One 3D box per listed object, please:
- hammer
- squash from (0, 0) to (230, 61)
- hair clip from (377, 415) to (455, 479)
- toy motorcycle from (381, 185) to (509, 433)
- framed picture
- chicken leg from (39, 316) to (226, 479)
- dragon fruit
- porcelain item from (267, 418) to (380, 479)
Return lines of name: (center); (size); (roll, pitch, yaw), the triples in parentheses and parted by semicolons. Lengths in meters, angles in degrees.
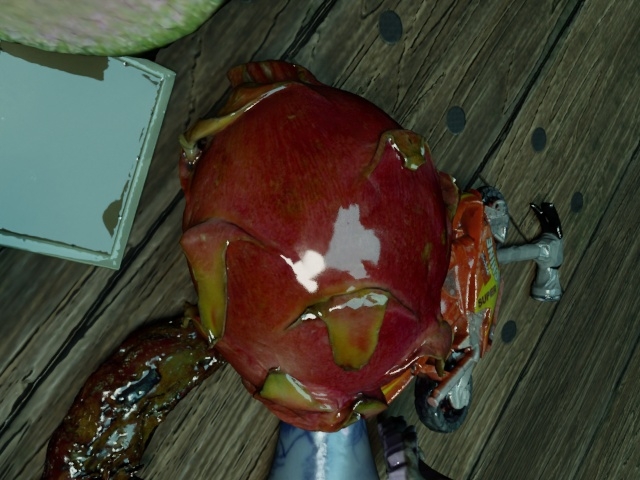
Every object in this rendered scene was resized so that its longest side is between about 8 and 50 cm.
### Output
hammer: (0.193, 0.036, 0.729); (0.427, 0.044, 0.152); (-7, 101, -34)
squash: (-0.159, -0.318, 0.295); (0.310, 0.310, 0.308); (17, 72, -36)
hair clip: (0.103, 0.247, 0.585); (0.085, 0.292, 0.106); (-14, 84, -3)
toy motorcycle: (0.140, 0.056, 0.610); (0.171, 0.089, 0.298); (35, 66, -42)
framed picture: (-0.208, -0.078, 0.443); (0.142, 0.011, 0.183); (17, 87, -36)
chicken leg: (-0.159, 0.146, 0.481); (0.105, 0.063, 0.234); (47, 69, -39)
dragon fruit: (0.000, -0.004, 0.472); (0.250, 0.250, 0.315); (22, 61, -36)
porcelain item: (0.004, 0.253, 0.578); (0.141, 0.141, 0.259); (2, 87, -36)
